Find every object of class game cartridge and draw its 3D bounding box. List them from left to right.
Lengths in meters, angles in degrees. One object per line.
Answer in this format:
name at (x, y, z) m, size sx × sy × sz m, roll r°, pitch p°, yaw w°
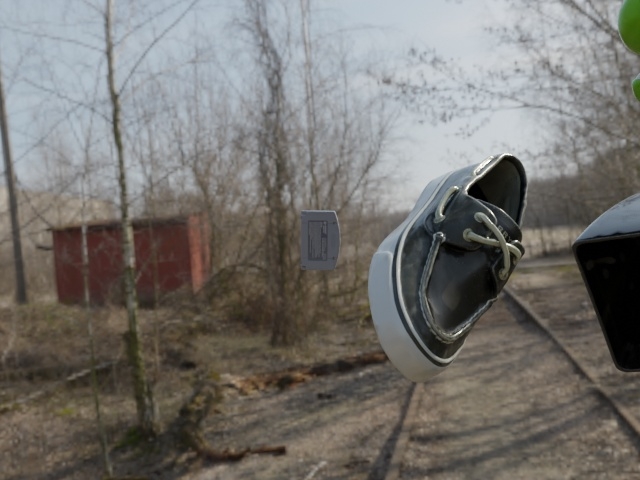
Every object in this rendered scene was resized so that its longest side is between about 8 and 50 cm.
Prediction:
game cartridge at (0.000, 0.000, 1.048) m, size 0.056 × 0.083 × 0.017 m, roll 2°, pitch 5°, yaw 7°

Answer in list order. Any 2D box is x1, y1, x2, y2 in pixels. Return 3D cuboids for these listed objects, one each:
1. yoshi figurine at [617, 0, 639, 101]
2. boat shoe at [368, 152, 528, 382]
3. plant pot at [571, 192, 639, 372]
yoshi figurine at (0.515, -0.321, 0.962) m, size 0.203 × 0.203 × 0.362 m, roll 14°, pitch -28°, yaw -17°
boat shoe at (0.093, 0.002, 0.497) m, size 0.070 × 0.078 × 0.219 m, roll -30°, pitch 18°, yaw 35°
plant pot at (0.430, 0.025, 0.881) m, size 0.187 × 0.188 × 0.167 m, roll -11°, pitch 25°, yaw 38°
